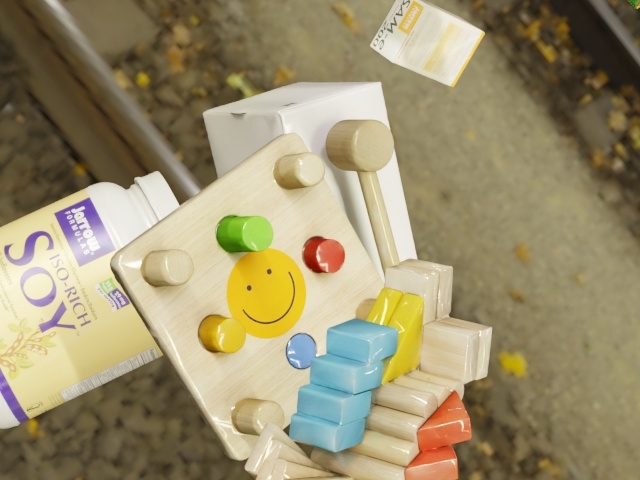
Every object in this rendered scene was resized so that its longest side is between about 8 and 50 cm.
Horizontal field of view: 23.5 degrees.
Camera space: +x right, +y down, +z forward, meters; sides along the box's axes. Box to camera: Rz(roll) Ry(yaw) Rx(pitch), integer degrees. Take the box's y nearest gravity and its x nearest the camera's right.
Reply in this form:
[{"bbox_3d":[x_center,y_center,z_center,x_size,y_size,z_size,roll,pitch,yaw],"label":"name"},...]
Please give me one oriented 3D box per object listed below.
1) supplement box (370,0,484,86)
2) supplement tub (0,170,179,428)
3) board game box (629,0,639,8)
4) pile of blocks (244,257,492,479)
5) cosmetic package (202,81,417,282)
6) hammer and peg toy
[{"bbox_3d":[0.100,-0.188,1.440,0.098,0.062,0.036,16,19,-49],"label":"supplement box"},{"bbox_3d":[-0.317,0.071,1.981,0.241,0.331,0.241,61,-9,17],"label":"supplement tub"},{"bbox_3d":[0.196,-0.263,1.091,0.043,0.092,0.181,-34,78,-25],"label":"board game box"},{"bbox_3d":[0.039,0.169,1.170,0.149,0.112,0.362,49,60,-51],"label":"pile of blocks"},{"bbox_3d":[0.000,0.000,1.864,0.155,0.197,0.366,-18,106,-28],"label":"cosmetic package"},{"bbox_3d":[-0.017,0.032,1.622,0.361,0.127,0.266,-37,106,-27],"label":"hammer and peg toy"}]
